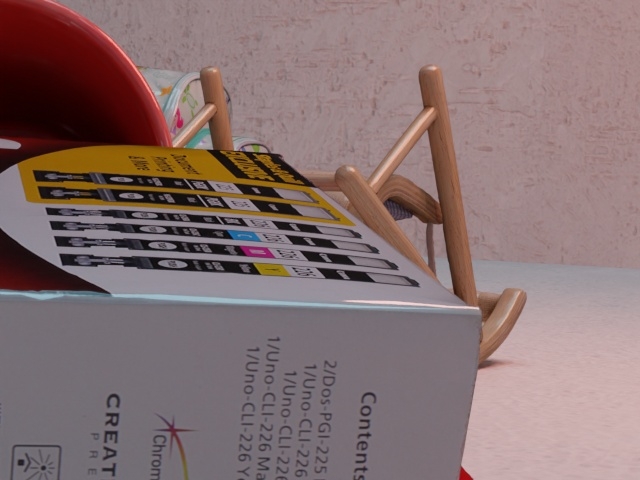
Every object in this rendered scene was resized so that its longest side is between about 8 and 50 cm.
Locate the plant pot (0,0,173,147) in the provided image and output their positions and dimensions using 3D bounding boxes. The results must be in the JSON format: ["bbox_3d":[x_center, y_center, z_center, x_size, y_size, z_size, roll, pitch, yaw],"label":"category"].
[{"bbox_3d":[-0.238,-0.018,1.146,0.275,0.275,0.243,2,-9,-6],"label":"plant pot"}]

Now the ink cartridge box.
[{"bbox_3d":[-0.054,0.046,0.615,0.272,0.130,0.309,3,12,-14],"label":"ink cartridge box"}]

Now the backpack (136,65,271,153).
[{"bbox_3d":[-0.151,-0.043,1.544,0.191,0.253,0.225,3,2,17],"label":"backpack"}]

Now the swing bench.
[{"bbox_3d":[0.000,0.000,1.327,0.253,0.255,0.165,3,39,37],"label":"swing bench"}]
